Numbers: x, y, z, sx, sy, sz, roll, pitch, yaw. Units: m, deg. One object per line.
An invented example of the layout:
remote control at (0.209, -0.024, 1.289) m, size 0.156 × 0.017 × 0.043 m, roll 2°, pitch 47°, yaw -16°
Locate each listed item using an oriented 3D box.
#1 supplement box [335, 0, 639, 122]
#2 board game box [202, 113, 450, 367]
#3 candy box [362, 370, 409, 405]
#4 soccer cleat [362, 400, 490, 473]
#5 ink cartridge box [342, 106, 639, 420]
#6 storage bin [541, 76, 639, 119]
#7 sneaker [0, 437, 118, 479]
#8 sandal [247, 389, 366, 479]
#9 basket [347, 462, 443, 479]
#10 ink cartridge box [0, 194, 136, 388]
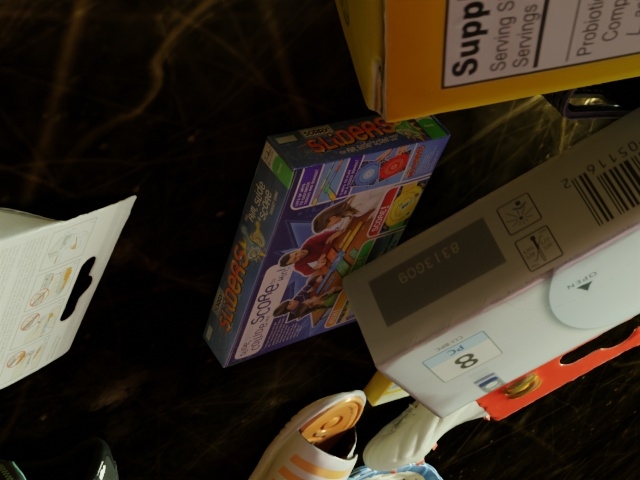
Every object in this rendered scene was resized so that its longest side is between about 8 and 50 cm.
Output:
supplement box at (0.168, -0.201, 0.327) m, size 0.357 × 0.195 × 0.194 m, roll -11°, pitch 146°, yaw -4°
board game box at (0.000, 0.000, 0.706) m, size 0.136 × 0.035 × 0.201 m, roll -16°, pitch 144°, yaw -36°
candy box at (0.128, 0.084, 0.981) m, size 0.105 × 0.027 × 0.205 m, roll -9°, pitch 140°, yaw -46°
soccer cleat at (0.128, 0.192, 1.109) m, size 0.196 × 0.068 × 0.076 m, roll -29°, pitch 118°, yaw 0°
ink cartridge box at (0.235, 0.061, 0.820) m, size 0.308 × 0.091 × 0.385 m, roll -31°, pitch 144°, yaw 11°
storage bin at (0.209, -0.175, 0.643) m, size 0.122 × 0.084 × 0.180 m, roll -8°, pitch 140°, yaw -43°
sneaker at (-0.258, 0.203, 0.672) m, size 0.267 × 0.101 × 0.106 m, roll -7°, pitch 116°, yaw -43°
sandal at (-0.023, 0.257, 1.004) m, size 0.102 × 0.076 × 0.265 m, roll 2°, pitch 132°, yaw -50°
basket at (0.109, 0.352, 1.133) m, size 0.289 × 0.201 × 0.255 m, roll -34°, pitch 157°, yaw 34°
ink cartridge box at (-0.198, 0.036, 0.548) m, size 0.179 × 0.045 × 0.145 m, roll -30°, pitch 155°, yaw -54°
